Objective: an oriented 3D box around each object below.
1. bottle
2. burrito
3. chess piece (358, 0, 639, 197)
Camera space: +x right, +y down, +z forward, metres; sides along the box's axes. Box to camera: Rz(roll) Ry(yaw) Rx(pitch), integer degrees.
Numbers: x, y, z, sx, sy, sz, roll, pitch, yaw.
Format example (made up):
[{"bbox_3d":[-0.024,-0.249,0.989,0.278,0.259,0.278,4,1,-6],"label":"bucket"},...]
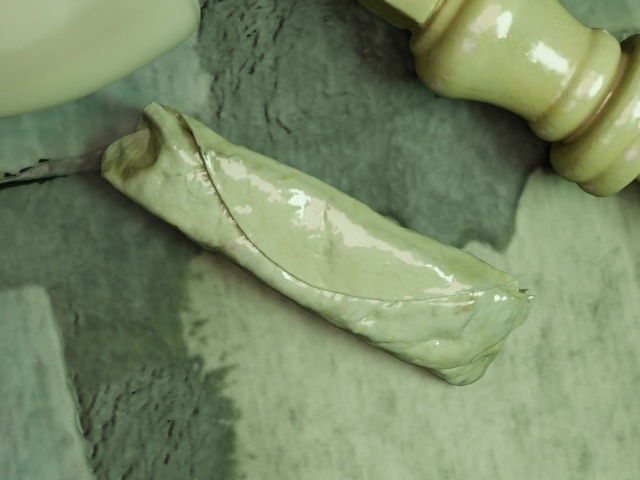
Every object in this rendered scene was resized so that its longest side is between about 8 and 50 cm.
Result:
[{"bbox_3d":[-0.197,-0.120,0.708,0.236,0.147,0.147,-32,97,-4],"label":"bottle"},{"bbox_3d":[0.000,0.000,0.790,0.275,0.059,0.082,30,100,-10],"label":"burrito"},{"bbox_3d":[0.181,-0.080,0.801,0.397,0.117,0.117,32,85,-9],"label":"chess piece"}]
